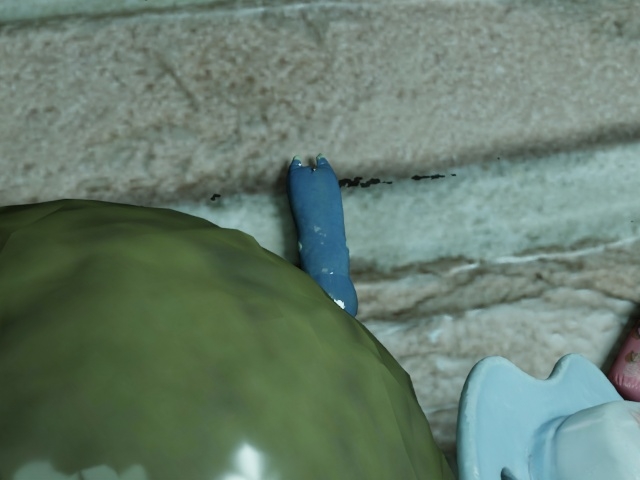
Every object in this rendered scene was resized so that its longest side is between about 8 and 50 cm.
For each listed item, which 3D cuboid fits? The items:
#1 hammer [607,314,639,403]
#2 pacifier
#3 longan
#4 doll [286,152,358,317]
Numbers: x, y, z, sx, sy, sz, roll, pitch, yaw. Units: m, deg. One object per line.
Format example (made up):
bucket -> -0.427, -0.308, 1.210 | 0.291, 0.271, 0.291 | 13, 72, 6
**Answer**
hammer -> 0.217, 0.070, 1.263 | 0.043, 0.043, 0.083 | 31, 67, 5
pacifier -> 0.118, 0.188, 1.136 | 0.226, 0.287, 0.238 | -19, 82, 29
longan -> -0.118, 0.171, 0.970 | 0.391, 0.391, 0.391 | 3, 68, -7
doll -> 0.000, 0.000, 1.271 | 0.037, 0.027, 0.125 | -4, 66, -10
